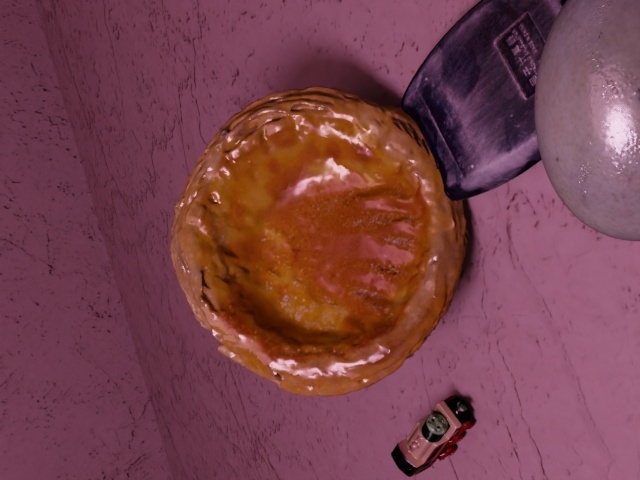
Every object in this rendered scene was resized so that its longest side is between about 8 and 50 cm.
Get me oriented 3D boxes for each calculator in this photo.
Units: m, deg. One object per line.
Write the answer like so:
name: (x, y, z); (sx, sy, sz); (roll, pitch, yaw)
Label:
calculator: (0.187, -0.159, 0.963); (0.268, 0.040, 0.177); (-42, 69, 46)

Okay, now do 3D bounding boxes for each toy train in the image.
toy train: (0.150, 0.259, 1.220); (0.050, 0.087, 0.138); (53, 146, 25)

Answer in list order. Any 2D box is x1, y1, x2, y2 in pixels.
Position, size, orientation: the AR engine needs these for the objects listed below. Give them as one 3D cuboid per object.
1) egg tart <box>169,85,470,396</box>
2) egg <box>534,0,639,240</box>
egg tart: (0.000, 0.000, 1.155); (0.388, 0.388, 0.169); (64, -168, 13)
egg: (0.260, -0.114, 0.745); (0.169, 0.169, 0.236); (26, 123, 52)
